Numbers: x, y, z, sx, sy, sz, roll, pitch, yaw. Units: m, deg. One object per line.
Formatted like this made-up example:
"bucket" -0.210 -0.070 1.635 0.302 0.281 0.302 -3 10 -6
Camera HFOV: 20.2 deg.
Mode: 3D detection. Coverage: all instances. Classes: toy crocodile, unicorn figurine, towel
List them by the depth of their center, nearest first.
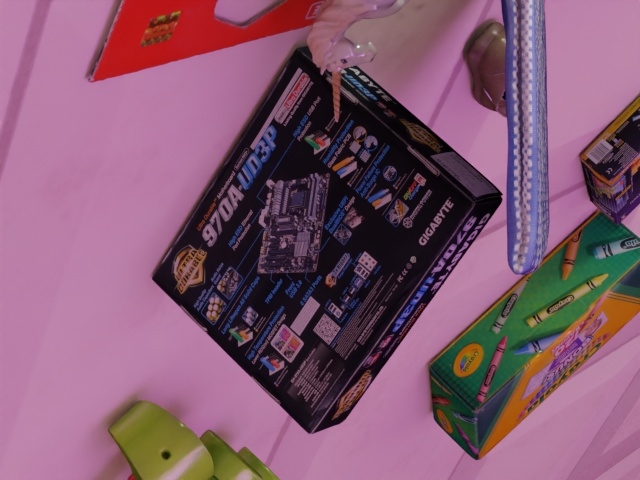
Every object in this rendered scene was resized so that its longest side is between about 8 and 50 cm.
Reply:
"unicorn figurine" 0.043 -0.158 1.130 0.111 0.060 0.162 -26 158 -10
"towel" 0.134 -0.103 1.231 0.336 0.040 0.243 -10 98 -82
"toy crocodile" -0.109 0.221 1.585 0.115 0.105 0.340 -46 163 -3

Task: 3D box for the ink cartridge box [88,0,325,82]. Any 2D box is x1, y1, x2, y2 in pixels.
"ink cartridge box" 0.004 -0.198 1.103 0.275 0.060 0.239 -22 146 -46

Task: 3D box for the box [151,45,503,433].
"box" 0.000 0.000 1.278 0.051 0.175 0.220 -11 139 -59

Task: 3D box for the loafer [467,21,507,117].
"loafer" 0.159 -0.132 1.506 0.056 0.050 0.148 -47 158 2

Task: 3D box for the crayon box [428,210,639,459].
"crayon box" 0.248 0.109 2.044 0.278 0.081 0.165 -41 157 -13

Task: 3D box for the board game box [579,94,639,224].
"board game box" 0.353 -0.109 1.904 0.170 0.048 0.141 -45 157 -3
